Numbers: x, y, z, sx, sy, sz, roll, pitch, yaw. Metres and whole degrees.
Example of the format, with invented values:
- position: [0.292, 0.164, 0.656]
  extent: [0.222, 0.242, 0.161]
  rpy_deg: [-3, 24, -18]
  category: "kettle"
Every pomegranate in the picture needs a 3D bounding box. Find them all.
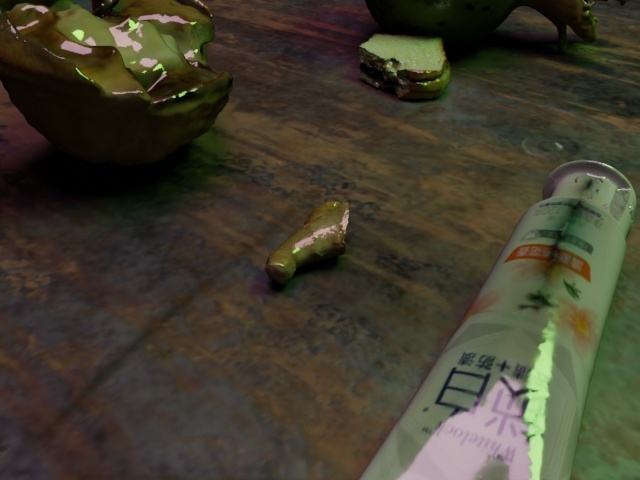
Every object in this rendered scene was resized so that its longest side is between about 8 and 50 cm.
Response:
- position: [0.166, -0.299, 0.801]
  extent: [0.285, 0.231, 0.231]
  rpy_deg: [36, 31, -17]
  category: "pomegranate"

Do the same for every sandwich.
- position: [0.086, -0.177, 0.738]
  extent: [0.093, 0.036, 0.105]
  rpy_deg: [-2, 36, -1]
  category: "sandwich"

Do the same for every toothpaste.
- position: [0.097, 0.066, 0.366]
  extent: [0.100, 0.066, 0.323]
  rpy_deg: [15, 43, 25]
  category: "toothpaste"

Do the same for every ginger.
- position: [0.001, 0.000, 0.492]
  extent: [0.048, 0.030, 0.097]
  rpy_deg: [-14, 21, 36]
  category: "ginger"

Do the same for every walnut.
- position: [-0.173, -0.137, 0.606]
  extent: [0.204, 0.141, 0.238]
  rpy_deg: [35, 35, 10]
  category: "walnut"

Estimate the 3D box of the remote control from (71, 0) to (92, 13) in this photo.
- position: [-0.369, -0.320, 0.968]
  extent: [0.377, 0.044, 0.107]
  rpy_deg: [22, 46, 31]
  category: "remote control"
